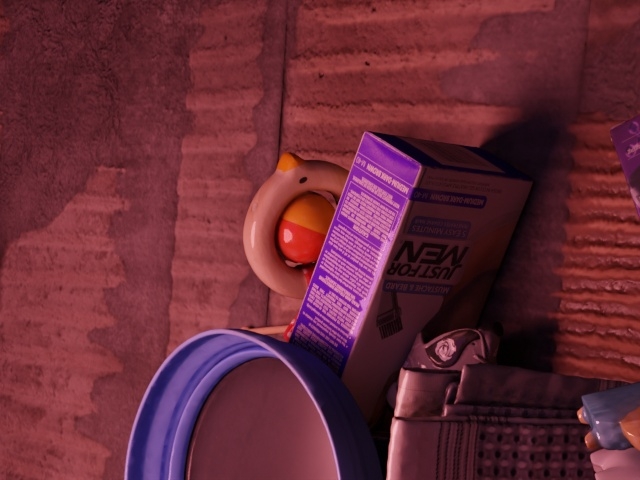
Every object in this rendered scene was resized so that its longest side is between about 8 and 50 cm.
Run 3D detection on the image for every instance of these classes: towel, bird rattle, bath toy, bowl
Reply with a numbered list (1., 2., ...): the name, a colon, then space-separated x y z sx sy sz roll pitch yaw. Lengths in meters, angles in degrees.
1. towel: 0.209 0.283 1.473 0.056 0.312 0.324 -177 91 -81
2. bird rattle: 0.000 0.000 1.795 0.253 0.207 0.143 -61 29 11
3. bath toy: 0.333 0.290 1.375 0.129 0.151 0.348 -15 111 7
4. bowl: -0.075 0.290 1.659 0.391 0.077 0.391 -3 87 49

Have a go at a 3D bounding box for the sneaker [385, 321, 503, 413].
1. sneaker: 0.188 0.157 1.615 0.228 0.086 0.132 21 94 18

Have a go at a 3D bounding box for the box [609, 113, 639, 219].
1. box: 0.386 -0.039 1.429 0.153 0.108 0.207 -30 65 33

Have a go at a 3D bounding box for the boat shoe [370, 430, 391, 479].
1. boat shoe: 0.129 0.241 1.669 0.183 0.066 0.066 15 120 9

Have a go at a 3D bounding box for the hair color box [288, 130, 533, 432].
1. hair color box: 0.086 0.060 1.694 0.110 0.185 0.339 37 113 43

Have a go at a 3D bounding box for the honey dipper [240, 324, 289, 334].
1. honey dipper: -0.051 0.115 1.952 0.160 0.030 0.030 -11 78 49
